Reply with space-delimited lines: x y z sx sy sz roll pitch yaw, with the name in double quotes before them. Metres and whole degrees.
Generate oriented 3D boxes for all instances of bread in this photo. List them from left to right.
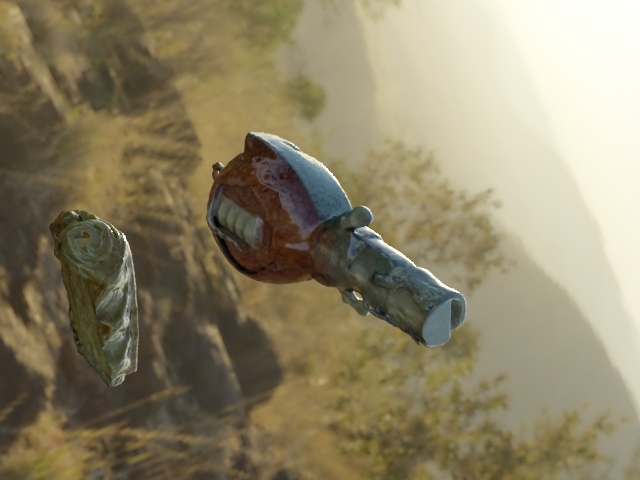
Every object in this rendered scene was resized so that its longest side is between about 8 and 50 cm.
"bread" -0.260 0.067 1.704 0.128 0.088 0.232 -127 -155 -46

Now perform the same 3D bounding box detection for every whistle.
"whistle" -0.001 0.001 1.418 0.134 0.142 0.346 0 26 -46
